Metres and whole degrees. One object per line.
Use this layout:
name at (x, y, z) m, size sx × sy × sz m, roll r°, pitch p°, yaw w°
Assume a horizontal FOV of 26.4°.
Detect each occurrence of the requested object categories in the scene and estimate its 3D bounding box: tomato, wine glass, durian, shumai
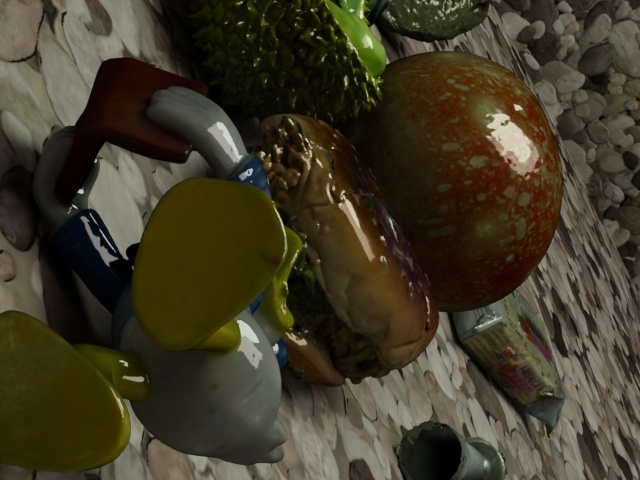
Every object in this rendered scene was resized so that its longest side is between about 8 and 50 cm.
tomato at (0.107, -0.062, 1.400) m, size 0.223 × 0.270 × 0.270 m, roll 9°, pitch 52°, yaw -32°
wine glass at (0.137, 0.230, 1.406) m, size 0.155 × 0.072 × 0.072 m, roll 30°, pitch 39°, yaw -61°
durian at (-0.036, -0.215, 1.295) m, size 0.200 × 0.177 × 0.236 m, roll 44°, pitch 33°, yaw -78°
shumai at (0.139, -0.430, 2.153) m, size 0.256 × 0.189 × 0.218 m, roll 42°, pitch 7°, yaw -20°

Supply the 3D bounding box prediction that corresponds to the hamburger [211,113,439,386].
hamburger at (0.000, 0.000, 1.196) m, size 0.286 × 0.146 × 0.243 m, roll 50°, pitch 17°, yaw -38°

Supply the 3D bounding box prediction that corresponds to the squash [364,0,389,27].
squash at (-0.007, -0.320, 1.519) m, size 0.218 × 0.173 × 0.218 m, roll -20°, pitch 90°, yaw -78°

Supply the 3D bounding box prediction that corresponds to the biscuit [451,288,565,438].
biscuit at (0.250, 0.122, 1.860) m, size 0.309 × 0.079 × 0.186 m, roll 47°, pitch 28°, yaw -44°

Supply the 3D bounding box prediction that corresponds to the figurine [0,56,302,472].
figurine at (-0.103, 0.028, 0.892) m, size 0.283 × 0.205 × 0.338 m, roll 65°, pitch 4°, yaw 22°
